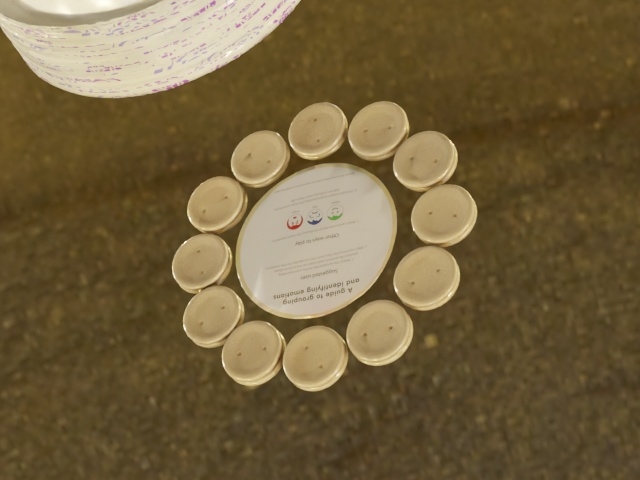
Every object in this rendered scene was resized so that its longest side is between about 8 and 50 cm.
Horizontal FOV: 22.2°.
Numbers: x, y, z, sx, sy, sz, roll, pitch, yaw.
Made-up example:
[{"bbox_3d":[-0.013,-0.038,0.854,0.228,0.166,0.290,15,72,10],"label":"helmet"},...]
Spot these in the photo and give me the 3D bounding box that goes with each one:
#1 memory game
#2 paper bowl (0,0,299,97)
[{"bbox_3d":[0.000,0.000,0.919,0.186,0.012,0.186,-12,58,20],"label":"memory game"},{"bbox_3d":[-0.146,-0.262,1.292,0.284,0.148,0.284,-12,51,15],"label":"paper bowl"}]
